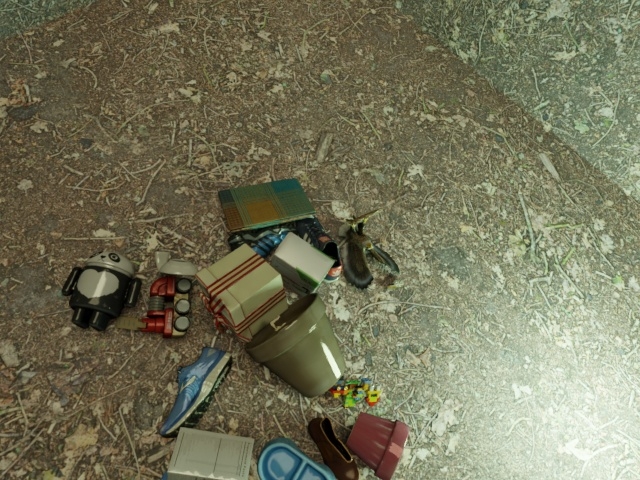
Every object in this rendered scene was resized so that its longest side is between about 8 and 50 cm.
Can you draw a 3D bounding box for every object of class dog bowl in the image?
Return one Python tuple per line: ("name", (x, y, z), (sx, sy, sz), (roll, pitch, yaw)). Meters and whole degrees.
("dog bowl", (-0.083, 0.792, 1.360), (0.297, 0.074, 0.166), (30, 69, 15))

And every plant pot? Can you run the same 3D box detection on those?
("plant pot", (0.196, 0.710, 1.442), (0.180, 0.201, 0.201), (24, 62, 15))
("plant pot", (-0.061, 0.395, 1.474), (0.323, 0.323, 0.280), (-39, 96, -25))

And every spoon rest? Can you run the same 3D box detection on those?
("spoon rest", (-0.548, 0.103, 1.512), (0.137, 0.276, 0.084), (6, 95, -39))

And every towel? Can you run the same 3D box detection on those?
("towel", (-0.235, -0.158, 1.761), (0.369, 0.040, 0.272), (-13, 48, -16))

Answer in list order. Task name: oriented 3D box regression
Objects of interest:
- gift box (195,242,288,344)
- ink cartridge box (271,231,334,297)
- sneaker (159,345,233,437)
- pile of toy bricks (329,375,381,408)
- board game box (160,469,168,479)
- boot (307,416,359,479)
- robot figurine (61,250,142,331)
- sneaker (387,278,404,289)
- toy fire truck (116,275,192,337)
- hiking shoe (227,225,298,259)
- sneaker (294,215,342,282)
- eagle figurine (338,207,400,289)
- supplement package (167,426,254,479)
("gift box", (-0.282, 0.204, 1.468), (0.258, 0.255, 0.276), (-35, 48, -24))
("ink cartridge box", (-0.083, 0.110, 1.587), (0.201, 0.278, 0.117), (33, 66, 3))
("sneaker", (-0.450, 0.520, 1.417), (0.147, 0.130, 0.330), (24, 59, 14))
("pile of toy bricks", (0.113, 0.582, 1.532), (0.212, 0.118, 0.105), (9, 92, -27))
("board game box", (-0.469, 0.828, 1.310), (0.133, 0.033, 0.169), (23, 58, 3))
("boot", (0.069, 0.703, 1.353), (0.096, 0.280, 0.264), (-25, 74, -22))
("robot figurine", (-0.777, 0.174, 1.447), (0.209, 0.173, 0.278), (31, 57, -38))
("sneaker", (0.324, 0.192, 1.788), (0.083, 0.032, 0.037), (-10, 55, -23))
("toy fire truck", (-0.609, 0.249, 1.487), (0.246, 0.158, 0.217), (5, 65, -23))
("hiking shoe", (-0.232, 0.014, 1.706), (0.303, 0.113, 0.132), (-12, 95, -20))
("sneaker", (0.000, 0.000, 1.727), (0.131, 0.148, 0.350), (-23, 73, -21))
("eagle figurine", (0.195, 0.039, 1.762), (0.226, 0.225, 0.299), (-14, 102, 22))
("supplement package", (-0.351, 0.712, 1.312), (0.243, 0.134, 0.139), (13, 44, -7))
